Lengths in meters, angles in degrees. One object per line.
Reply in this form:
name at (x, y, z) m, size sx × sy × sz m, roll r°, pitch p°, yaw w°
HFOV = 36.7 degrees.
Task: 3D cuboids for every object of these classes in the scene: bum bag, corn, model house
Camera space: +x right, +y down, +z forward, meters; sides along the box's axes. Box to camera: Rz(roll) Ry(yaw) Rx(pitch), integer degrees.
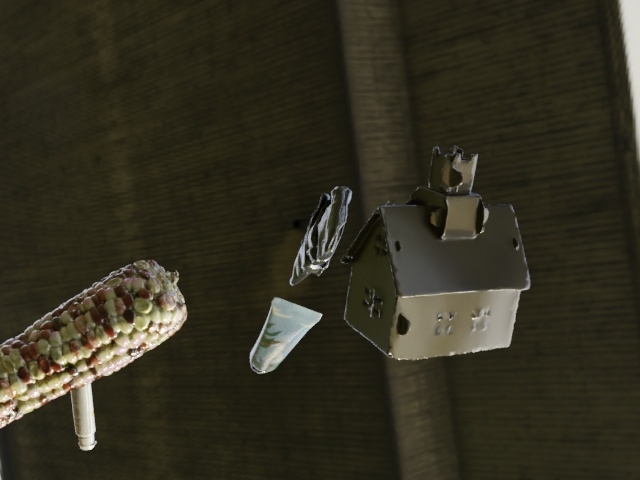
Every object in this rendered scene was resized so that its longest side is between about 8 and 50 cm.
bum bag at (0.000, 0.000, 1.668) m, size 0.248 × 0.060 × 0.123 m, roll 119°, pitch -13°, yaw -68°
corn at (-0.264, 0.111, 0.987) m, size 0.092 × 0.280 × 0.092 m, roll 61°, pitch -6°, yaw 10°
model house at (0.139, -0.003, 1.232) m, size 0.204 × 0.211 × 0.243 m, roll 31°, pitch -62°, yaw 55°

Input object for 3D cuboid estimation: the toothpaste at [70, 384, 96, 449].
toothpaste at (-0.376, 0.240, 1.520) m, size 0.048 × 0.031 × 0.190 m, roll 8°, pitch -71°, yaw 30°

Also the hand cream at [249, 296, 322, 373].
hand cream at (-0.080, 0.178, 1.789) m, size 0.271 × 0.091 × 0.058 m, roll 123°, pitch -12°, yaw -56°
